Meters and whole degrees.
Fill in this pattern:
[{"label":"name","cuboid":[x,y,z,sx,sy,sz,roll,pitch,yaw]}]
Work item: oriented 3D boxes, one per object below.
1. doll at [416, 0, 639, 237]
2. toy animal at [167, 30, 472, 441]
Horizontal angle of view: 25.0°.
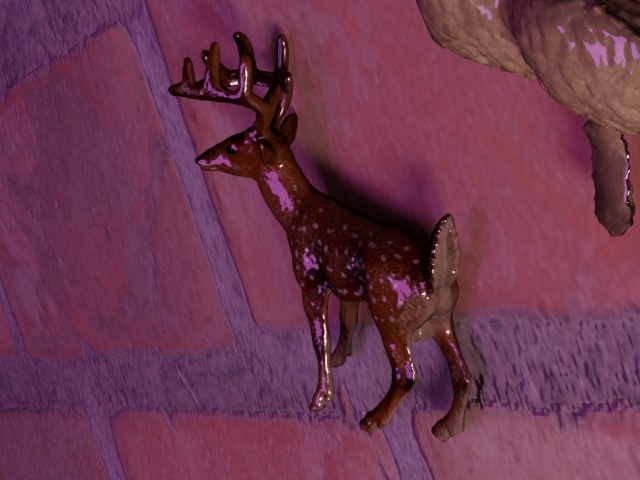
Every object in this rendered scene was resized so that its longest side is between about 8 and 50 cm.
[{"label":"doll","cuboid":[0.128,-0.088,0.642,0.202,0.091,0.286,47,-178,-13]},{"label":"toy animal","cuboid":[0.013,-0.007,0.974,0.243,0.087,0.260,16,121,40]}]
